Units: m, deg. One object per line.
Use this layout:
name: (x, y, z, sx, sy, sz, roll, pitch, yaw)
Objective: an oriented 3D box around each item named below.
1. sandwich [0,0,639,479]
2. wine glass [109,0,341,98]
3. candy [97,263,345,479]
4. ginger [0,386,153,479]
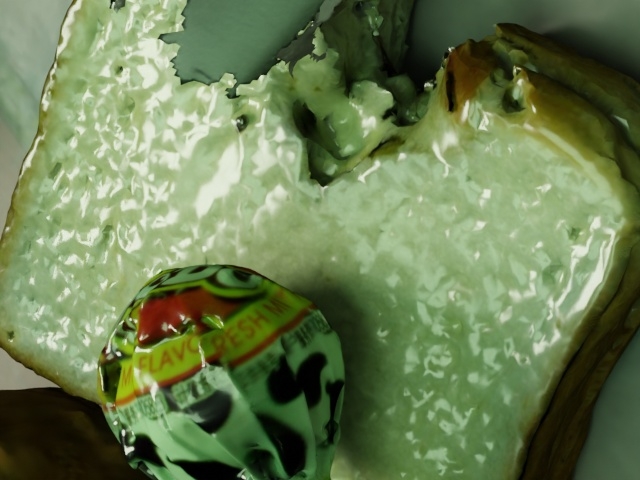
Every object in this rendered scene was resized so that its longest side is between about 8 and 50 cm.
sandwich: (0.001, 0.000, 0.777, 0.273, 0.095, 0.249, 32, 121, 19)
wine glass: (0.032, -0.199, 0.618, 0.143, 0.143, 0.321, 44, 110, 13)
candy: (0.015, 0.145, 0.726, 0.091, 0.083, 0.305, -23, 101, 32)
ginger: (-0.174, 0.171, 0.877, 0.269, 0.200, 0.223, 13, 116, 30)
